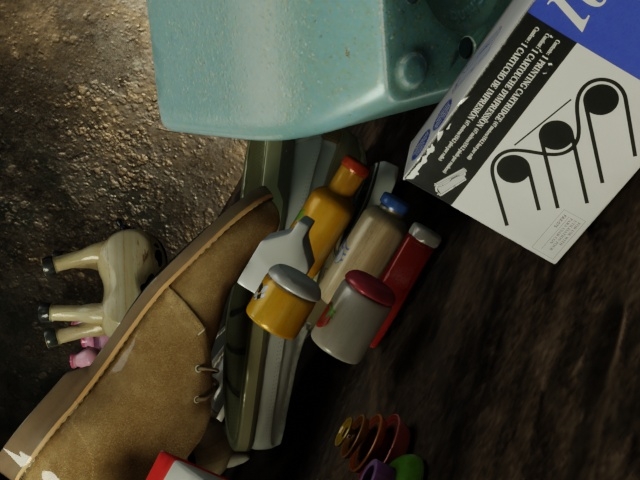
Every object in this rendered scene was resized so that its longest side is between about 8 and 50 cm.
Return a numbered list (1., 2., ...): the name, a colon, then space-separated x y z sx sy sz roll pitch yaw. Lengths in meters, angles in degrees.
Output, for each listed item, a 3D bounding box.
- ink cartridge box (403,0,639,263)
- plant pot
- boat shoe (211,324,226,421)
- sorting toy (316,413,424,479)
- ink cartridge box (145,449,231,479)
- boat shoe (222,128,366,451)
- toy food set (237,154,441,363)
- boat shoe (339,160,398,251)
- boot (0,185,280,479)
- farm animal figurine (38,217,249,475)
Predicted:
1. ink cartridge box: 0.136 -0.090 0.593 0.207 0.097 0.046 -56 11 34
2. plant pot: 0.031 -0.207 0.912 0.252 0.247 0.247 22 123 52
3. boat shoe: -0.180 0.215 1.438 0.335 0.095 0.112 -59 9 16
4. sorting toy: 0.026 0.135 0.702 0.061 0.042 0.102 -60 9 11
5. ink cartridge box: -0.066 0.207 0.671 0.231 0.078 0.134 11 72 61
6. boat shoe: -0.021 0.039 1.060 0.113 0.103 0.302 -176 94 -72
7. toy food set: 0.019 0.009 0.879 0.104 0.111 0.232 -59 -2 10
8. boat shoe: 0.000 0.000 1.168 0.219 0.070 0.078 -55 11 35
9. boot: -0.115 0.093 0.958 0.305 0.115 0.112 -52 -4 -10
10. farm animal figurine: -0.158 0.178 1.096 0.327 0.172 0.330 -86 -11 -66
